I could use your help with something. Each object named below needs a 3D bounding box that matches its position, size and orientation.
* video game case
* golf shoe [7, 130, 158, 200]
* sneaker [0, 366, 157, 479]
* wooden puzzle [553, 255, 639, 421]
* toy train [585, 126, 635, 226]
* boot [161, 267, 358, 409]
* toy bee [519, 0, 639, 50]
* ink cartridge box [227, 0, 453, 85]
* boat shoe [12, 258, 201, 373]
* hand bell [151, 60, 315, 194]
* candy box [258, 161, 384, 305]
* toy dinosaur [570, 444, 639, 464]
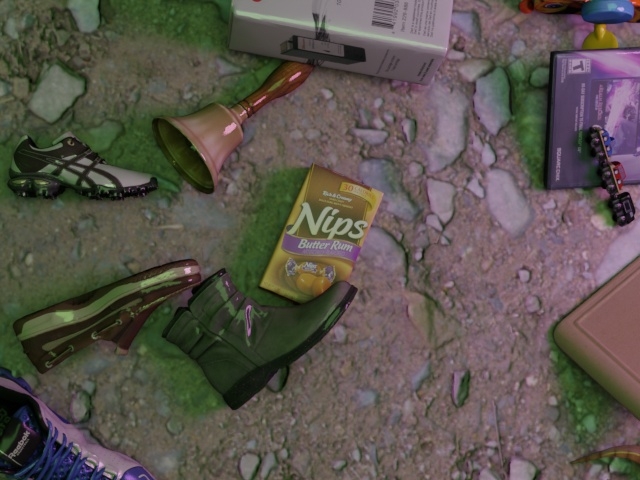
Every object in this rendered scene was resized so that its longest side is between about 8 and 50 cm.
[{"bbox_3d":[0.450,-0.173,1.764,0.274,0.026,0.196,-4,112,-6],"label":"video game case"},{"bbox_3d":[-0.314,-0.100,1.692,0.198,0.077,0.093,3,85,-7],"label":"golf shoe"},{"bbox_3d":[-0.347,0.281,1.603,0.315,0.182,0.127,38,84,-2],"label":"sneaker"},{"bbox_3d":[0.475,0.124,1.731,0.239,0.044,0.221,-41,54,-6],"label":"wooden puzzle"},{"bbox_3d":[0.406,-0.091,1.763,0.036,0.027,0.158,-25,114,0],"label":"toy train"},{"bbox_3d":[-0.085,0.096,1.668,0.246,0.083,0.161,-41,92,14],"label":"boot"},{"bbox_3d":[0.363,-0.358,1.766,0.298,0.162,0.195,29,73,-28],"label":"toy bee"},{"bbox_3d":[0.030,-0.348,1.713,0.289,0.121,0.211,10,74,-5],"label":"ink cartridge box"},{"bbox_3d":[-0.269,0.104,1.673,0.258,0.095,0.095,-21,92,7],"label":"boat shoe"},{"bbox_3d":[-0.097,-0.185,1.723,0.242,0.126,0.126,-41,90,-20],"label":"hand bell"},{"bbox_3d":[0.000,0.000,1.729,0.109,0.053,0.186,23,82,-3],"label":"candy box"},{"bbox_3d":[0.469,0.302,1.748,0.212,0.064,0.112,26,84,-3],"label":"toy dinosaur"}]
